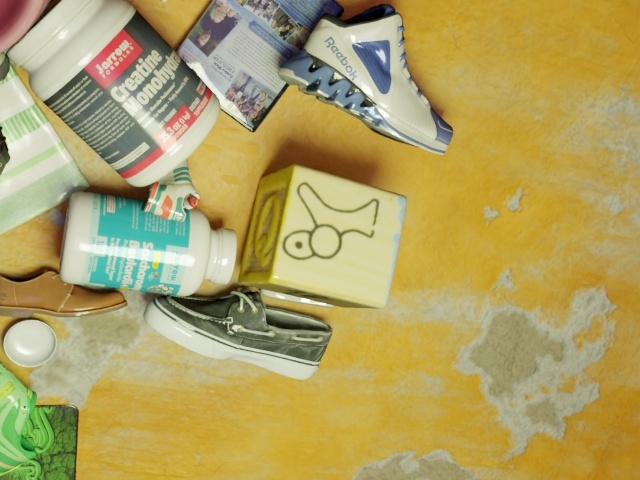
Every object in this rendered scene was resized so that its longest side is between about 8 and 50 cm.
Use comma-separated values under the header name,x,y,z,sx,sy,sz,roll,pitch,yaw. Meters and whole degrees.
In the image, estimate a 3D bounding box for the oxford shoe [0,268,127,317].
name,x,y,z,sx,sy,sz,roll,pitch,yaw
oxford shoe,-0.418,0.085,1.443,0.212,0.076,0.076,3,93,-18

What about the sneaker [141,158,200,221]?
name,x,y,z,sx,sy,sz,roll,pitch,yaw
sneaker,-0.222,-0.082,1.400,0.075,0.161,0.057,26,124,-8

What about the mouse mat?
name,x,y,z,sx,sy,sz,roll,pitch,yaw
mouse mat,-0.498,0.371,1.542,0.152,0.007,0.190,2,105,-16

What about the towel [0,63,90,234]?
name,x,y,z,sx,sy,sz,roll,pitch,yaw
towel,-0.543,-0.156,1.349,0.248,0.038,0.325,-31,112,-6

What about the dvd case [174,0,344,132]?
name,x,y,z,sx,sy,sz,roll,pitch,yaw
dvd case,-0.103,-0.324,1.429,0.180,0.022,0.253,35,95,-23

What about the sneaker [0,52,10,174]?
name,x,y,z,sx,sy,sz,roll,pitch,yaw
sneaker,-0.479,-0.175,1.287,0.118,0.083,0.222,31,123,-31

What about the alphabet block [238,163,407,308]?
name,x,y,z,sx,sy,sz,roll,pitch,yaw
alphabet block,0.000,0.000,1.441,0.197,0.193,0.192,15,80,-19

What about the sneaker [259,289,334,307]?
name,x,y,z,sx,sy,sz,roll,pitch,yaw
sneaker,-0.037,0.075,1.560,0.134,0.051,0.070,9,85,-7

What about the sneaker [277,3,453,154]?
name,x,y,z,sx,sy,sz,roll,pitch,yaw
sneaker,0.105,-0.273,1.442,0.315,0.127,0.182,25,94,-26

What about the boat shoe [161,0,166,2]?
name,x,y,z,sx,sy,sz,roll,pitch,yaw
boat shoe,-0.217,-0.427,1.352,0.043,0.049,0.137,33,100,-20

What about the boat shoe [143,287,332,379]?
name,x,y,z,sx,sy,sz,roll,pitch,yaw
boat shoe,-0.132,0.135,1.516,0.335,0.121,0.119,19,105,-31

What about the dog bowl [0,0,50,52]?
name,x,y,z,sx,sy,sz,roll,pitch,yaw
dog bowl,-0.502,-0.384,1.091,0.408,0.150,0.408,-5,137,-4

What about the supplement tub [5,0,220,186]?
name,x,y,z,sx,sy,sz,roll,pitch,yaw
supplement tub,-0.299,-0.231,1.311,0.191,0.191,0.272,-44,113,1

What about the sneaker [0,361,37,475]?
name,x,y,z,sx,sy,sz,roll,pitch,yaw
sneaker,-0.529,0.241,1.448,0.123,0.109,0.296,-13,113,-21

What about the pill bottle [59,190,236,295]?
name,x,y,z,sx,sy,sz,roll,pitch,yaw
pill bottle,-0.272,0.010,1.417,0.264,0.146,0.146,7,105,-17

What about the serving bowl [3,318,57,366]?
name,x,y,z,sx,sy,sz,roll,pitch,yaw
serving bowl,-0.477,0.165,1.472,0.083,0.027,0.083,-5,107,-15
